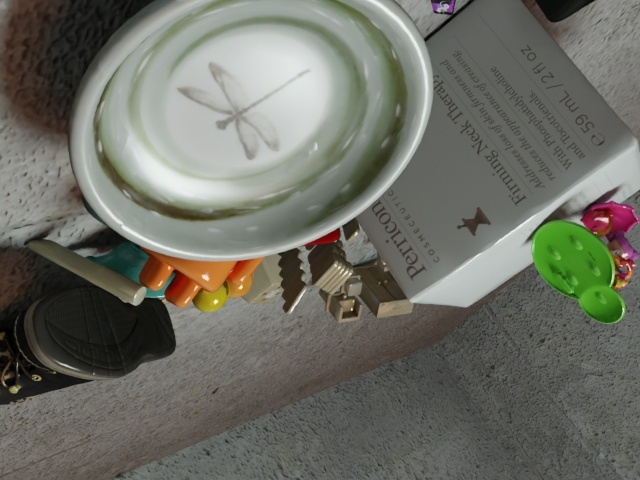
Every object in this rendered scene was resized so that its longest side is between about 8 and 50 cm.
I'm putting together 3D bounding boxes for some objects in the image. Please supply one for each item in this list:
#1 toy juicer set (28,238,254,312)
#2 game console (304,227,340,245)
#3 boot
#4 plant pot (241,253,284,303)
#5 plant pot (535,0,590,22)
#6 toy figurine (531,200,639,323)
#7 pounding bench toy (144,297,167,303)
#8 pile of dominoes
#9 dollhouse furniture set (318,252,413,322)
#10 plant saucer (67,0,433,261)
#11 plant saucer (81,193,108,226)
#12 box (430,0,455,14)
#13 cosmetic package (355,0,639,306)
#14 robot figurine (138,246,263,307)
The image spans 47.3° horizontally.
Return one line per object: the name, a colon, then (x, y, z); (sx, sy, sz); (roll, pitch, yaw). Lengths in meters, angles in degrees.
toy juicer set: (-0.246, 0.063, 1.109); (0.329, 0.209, 0.089); (-7, 123, -49)
game console: (-0.047, -0.043, 1.204); (0.144, 0.085, 0.124); (-6, -168, -5)
boot: (-0.419, 0.170, 1.123); (0.284, 0.138, 0.377); (-17, 174, 11)
plant pot: (-0.121, 0.069, 1.479); (0.109, 0.096, 0.109); (-39, 158, 23)
plant pot: (0.335, -0.390, 0.925); (0.188, 0.187, 0.167); (-30, 173, -1)
toy figurine: (0.427, 0.012, 1.092); (0.159, 0.173, 0.130); (-33, 175, -33)
pounding bench toy: (-0.300, 0.085, 1.323); (0.065, 0.052, 0.083); (-29, 160, -5)
pile of dominoes: (0.000, 0.000, 1.267); (0.040, 0.251, 0.196); (31, 114, -24)
dollhouse furniture set: (0.158, -0.005, 1.797); (0.303, 0.174, 0.355); (-6, 122, -25)
plant saucer: (-0.075, -0.141, 0.817); (0.400, 0.100, 0.400); (-14, 143, -11)
plant saucer: (-0.184, -0.099, 1.062); (0.317, 0.044, 0.317); (-27, 161, -10)
box: (0.141, -0.351, 0.835); (0.029, 0.116, 0.162); (11, 170, 18)
cosmetic package: (0.268, -0.129, 1.215); (0.393, 0.329, 0.327); (-38, 160, 17)
robot figurine: (-0.157, -0.019, 0.986); (0.219, 0.158, 0.128); (-57, 162, -11)
